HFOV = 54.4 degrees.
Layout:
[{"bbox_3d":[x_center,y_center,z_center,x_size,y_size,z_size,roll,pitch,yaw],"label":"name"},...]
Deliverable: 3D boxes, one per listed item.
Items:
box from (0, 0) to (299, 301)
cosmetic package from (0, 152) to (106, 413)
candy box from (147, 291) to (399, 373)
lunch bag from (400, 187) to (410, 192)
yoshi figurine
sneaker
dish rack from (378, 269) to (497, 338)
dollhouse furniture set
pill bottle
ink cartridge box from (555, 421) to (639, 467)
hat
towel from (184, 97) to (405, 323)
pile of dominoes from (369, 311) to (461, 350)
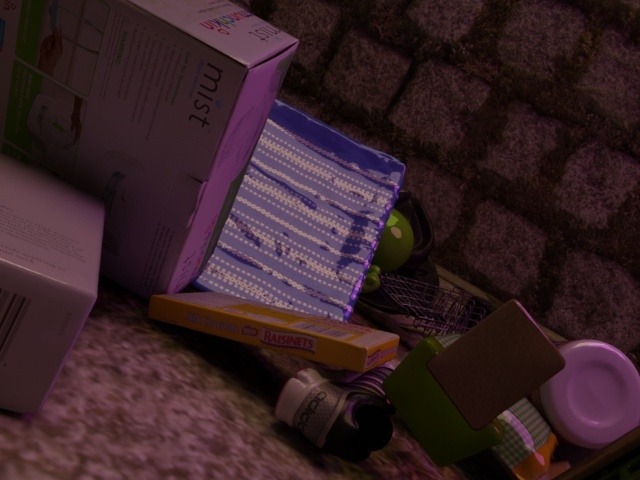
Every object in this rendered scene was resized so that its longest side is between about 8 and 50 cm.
[{"bbox_3d":[-0.181,-0.109,0.570,0.231,0.262,0.127,28,33,3],"label":"box"},{"bbox_3d":[-0.217,0.009,0.419,0.117,0.085,0.231,26,6,-22],"label":"cosmetic package"},{"bbox_3d":[-0.041,0.078,0.563,0.205,0.027,0.105,10,-1,22],"label":"candy box"},{"bbox_3d":[0.100,-0.067,1.655,0.256,0.213,0.305,14,4,10],"label":"lunch bag"},{"bbox_3d":[0.020,-0.016,0.953,0.203,0.204,0.362,35,13,32],"label":"yoshi figurine"},{"bbox_3d":[0.036,0.147,0.527,0.075,0.063,0.170,38,13,33],"label":"sneaker"},{"bbox_3d":[0.216,0.132,1.056,0.271,0.074,0.208,16,13,-22],"label":"dish rack"},{"bbox_3d":[0.202,0.144,0.590,0.197,0.151,0.301,53,14,15],"label":"dollhouse furniture set"},{"bbox_3d":[0.293,0.190,0.791,0.121,0.121,0.216,29,-14,0],"label":"pill bottle"},{"bbox_3d":[0.397,0.260,0.837,0.128,0.127,0.176,29,7,-3],"label":"ink cartridge box"},{"bbox_3d":[0.138,-0.016,1.225,0.331,0.134,0.331,21,37,-17],"label":"hat"},{"bbox_3d":[-0.034,-0.040,0.775,0.243,0.040,0.336,28,50,-3],"label":"towel"},{"bbox_3d":[0.220,0.195,1.054,0.251,0.040,0.196,11,18,-41],"label":"pile of dominoes"}]
